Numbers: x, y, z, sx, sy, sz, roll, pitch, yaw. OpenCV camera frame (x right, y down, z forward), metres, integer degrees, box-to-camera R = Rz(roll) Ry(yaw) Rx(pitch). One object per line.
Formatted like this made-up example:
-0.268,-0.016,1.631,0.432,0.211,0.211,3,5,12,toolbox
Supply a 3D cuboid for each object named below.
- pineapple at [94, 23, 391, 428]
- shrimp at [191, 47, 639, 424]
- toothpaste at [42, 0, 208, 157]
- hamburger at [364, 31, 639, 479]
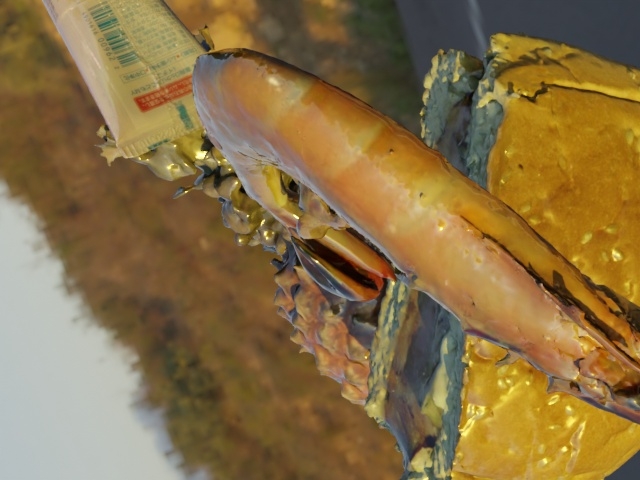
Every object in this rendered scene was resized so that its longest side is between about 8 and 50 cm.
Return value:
0.000,0.000,1.254,0.361,0.175,0.175,36,-178,-9,pineapple
0.031,0.011,0.498,0.178,0.034,0.124,35,163,3,shrimp
-0.140,-0.152,1.120,0.234,0.089,0.057,54,160,30,toothpaste
0.151,0.027,1.062,0.132,0.211,0.309,-140,55,-60,hamburger
